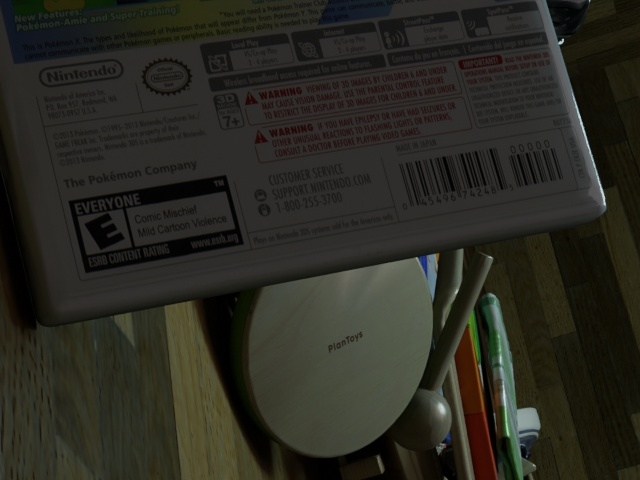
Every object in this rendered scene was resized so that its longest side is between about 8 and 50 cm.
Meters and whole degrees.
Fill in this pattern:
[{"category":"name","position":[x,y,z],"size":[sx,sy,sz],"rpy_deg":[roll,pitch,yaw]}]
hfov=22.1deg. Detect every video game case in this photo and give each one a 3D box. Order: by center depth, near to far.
[{"category":"video game case","position":[-0.027,-0.126,0.895],"size":[0.036,0.329,0.300],"rpy_deg":[142,-65,-65]}]

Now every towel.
[{"category":"towel","position":[0.160,0.138,1.468],"size":[0.113,0.023,0.152],"rpy_deg":[69,16,-50]}]

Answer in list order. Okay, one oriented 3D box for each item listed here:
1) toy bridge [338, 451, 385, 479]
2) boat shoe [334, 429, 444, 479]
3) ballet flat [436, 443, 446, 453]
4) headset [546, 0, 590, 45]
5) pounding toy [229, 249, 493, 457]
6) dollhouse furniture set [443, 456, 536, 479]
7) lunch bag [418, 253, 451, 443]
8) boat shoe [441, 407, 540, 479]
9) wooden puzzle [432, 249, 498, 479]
[{"category":"toy bridge","position":[0.045,0.266,1.339],"size":[0.026,0.063,0.188],"rpy_deg":[-16,88,-81]},{"category":"boat shoe","position":[0.046,0.081,1.392],"size":[0.122,0.110,0.341],"rpy_deg":[-1,-69,59]},{"category":"ballet flat","position":[0.121,0.185,1.967],"size":[0.241,0.091,0.077],"rpy_deg":[-74,177,-67]},{"category":"headset","position":[0.020,-0.143,1.156],"size":[0.394,0.185,0.243],"rpy_deg":[170,-75,-69]},{"category":"pounding toy","position":[0.003,0.068,1.263],"size":[0.237,0.110,0.183],"rpy_deg":[12,91,-41]},{"category":"dollhouse furniture set","position":[0.165,0.258,1.576],"size":[0.182,0.161,0.101],"rpy_deg":[21,-47,67]},{"category":"lunch bag","position":[0.068,0.050,1.610],"size":[0.243,0.115,0.303],"rpy_deg":[61,25,-55]},{"category":"boat shoe","position":[0.220,0.308,2.047],"size":[0.340,0.127,0.158],"rpy_deg":[75,4,-75]},{"category":"wooden puzzle","position":[0.130,0.131,1.442],"size":[0.221,0.044,0.238],"rpy_deg":[-67,152,-76]}]
